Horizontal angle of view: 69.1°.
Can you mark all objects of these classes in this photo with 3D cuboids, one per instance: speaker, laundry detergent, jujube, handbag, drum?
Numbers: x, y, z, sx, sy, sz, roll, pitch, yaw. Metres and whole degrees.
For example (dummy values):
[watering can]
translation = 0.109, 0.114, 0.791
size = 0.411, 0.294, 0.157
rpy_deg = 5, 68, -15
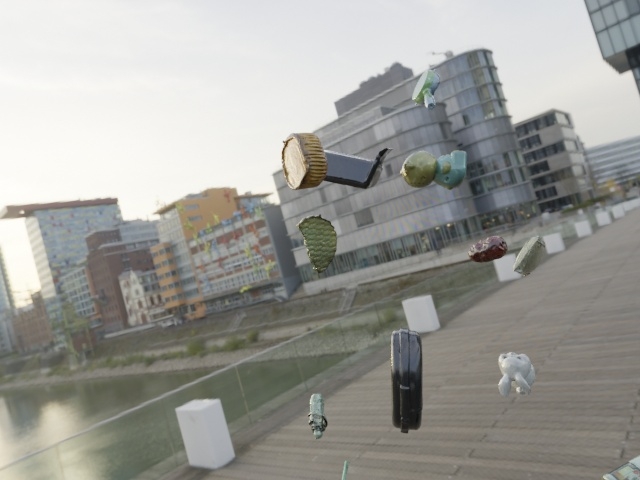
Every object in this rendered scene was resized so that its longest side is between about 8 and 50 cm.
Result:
[speaker]
translation = 0.102, -0.343, 2.032
size = 0.389, 0.184, 0.180
rpy_deg = 13, 13, 16
[laundry detergent]
translation = 0.893, 0.638, 1.261
size = 0.226, 0.070, 0.099
rpy_deg = -23, 30, -7
[jujube]
translation = 0.549, 0.034, 1.530
size = 0.129, 0.077, 0.077
rpy_deg = -28, -10, 41
[handbag]
translation = 0.259, 0.418, 1.393
size = 0.093, 0.307, 0.254
rpy_deg = -1, 12, 9
[drum]
translation = 0.366, -0.505, 1.543
size = 0.049, 0.130, 0.253
rpy_deg = 23, 19, -9

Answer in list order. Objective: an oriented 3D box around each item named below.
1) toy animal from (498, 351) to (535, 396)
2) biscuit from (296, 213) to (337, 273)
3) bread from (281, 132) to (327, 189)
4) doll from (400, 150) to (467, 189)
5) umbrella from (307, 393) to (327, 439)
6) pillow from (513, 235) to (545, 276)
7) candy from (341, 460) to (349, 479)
[toy animal]
translation = 0.820, 0.561, 1.940
size = 0.128, 0.178, 0.193
rpy_deg = -8, -19, 30
[biscuit]
translation = 0.000, 0.000, 2.118
size = 0.187, 0.273, 0.036
rpy_deg = -31, 25, -30
[bread]
translation = -0.054, -0.275, 1.608
size = 0.104, 0.199, 0.199
rpy_deg = -9, -6, -31
[doll]
translation = 0.480, -0.302, 1.997
size = 0.261, 0.161, 0.177
rpy_deg = 4, -2, 3
[umbrella]
translation = -0.010, 0.540, 1.430
size = 0.062, 0.143, 0.067
rpy_deg = 9, -51, -11
[pillow]
translation = 0.595, 0.045, 1.313
size = 0.053, 0.119, 0.208
rpy_deg = 30, 8, 28
[candy]
translation = 0.081, 1.053, 1.923
size = 0.073, 0.261, 0.077
rpy_deg = 1, -33, 24
